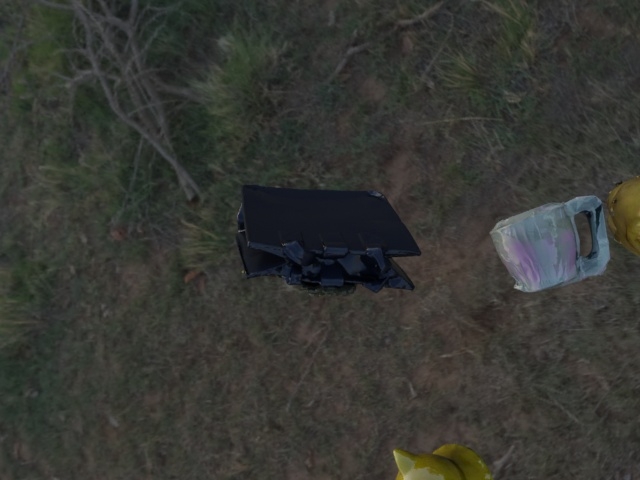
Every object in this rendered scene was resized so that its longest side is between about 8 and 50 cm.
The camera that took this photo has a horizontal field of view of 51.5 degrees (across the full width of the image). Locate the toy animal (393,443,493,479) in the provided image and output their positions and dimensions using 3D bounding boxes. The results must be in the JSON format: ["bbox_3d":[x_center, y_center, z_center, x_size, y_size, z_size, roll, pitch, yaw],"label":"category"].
[{"bbox_3d":[0.225,0.434,1.176,0.156,0.229,0.156,-11,71,33],"label":"toy animal"}]

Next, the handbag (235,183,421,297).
[{"bbox_3d":[0.000,0.000,1.231,0.329,0.303,0.122,-115,30,-66],"label":"handbag"}]

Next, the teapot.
[{"bbox_3d":[0.484,0.015,1.398,0.178,0.221,0.163,70,161,3],"label":"teapot"}]

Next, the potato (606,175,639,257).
[{"bbox_3d":[0.551,-0.030,1.004,0.140,0.172,0.300,-67,20,-2],"label":"potato"}]
